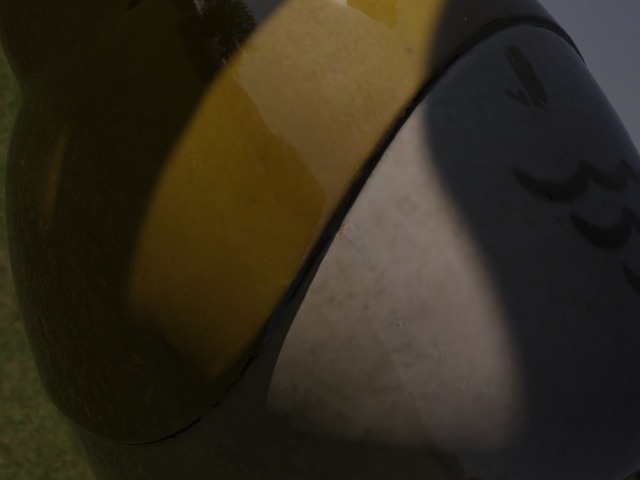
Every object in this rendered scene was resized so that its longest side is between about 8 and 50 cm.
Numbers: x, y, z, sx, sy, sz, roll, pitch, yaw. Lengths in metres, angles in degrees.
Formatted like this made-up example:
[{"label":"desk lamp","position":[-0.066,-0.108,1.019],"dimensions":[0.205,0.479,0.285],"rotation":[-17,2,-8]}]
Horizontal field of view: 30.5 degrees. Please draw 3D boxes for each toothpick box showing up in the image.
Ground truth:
[{"label":"toothpick box","position":[0.000,0.000,0.772],"dimensions":[0.425,0.409,0.409],"rotation":[65,7,11]}]
